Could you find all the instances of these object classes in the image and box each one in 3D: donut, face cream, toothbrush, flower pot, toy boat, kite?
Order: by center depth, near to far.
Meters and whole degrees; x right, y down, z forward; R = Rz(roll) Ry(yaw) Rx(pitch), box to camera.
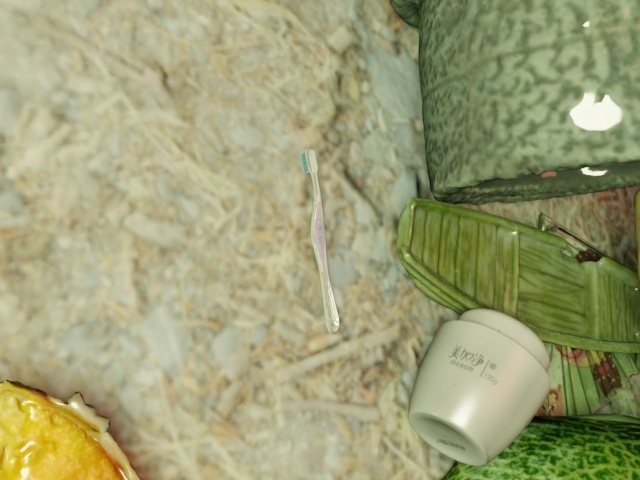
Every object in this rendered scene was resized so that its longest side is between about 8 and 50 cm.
[{"bbox_3d":[-0.152,0.151,0.443,0.181,0.078,0.146,49,52,-11],"label":"donut"},{"bbox_3d":[0.000,0.000,0.642,0.011,0.013,0.131,-5,83,-30],"label":"toothbrush"},{"bbox_3d":[0.113,0.105,0.659,0.091,0.091,0.095,47,62,-20],"label":"face cream"},{"bbox_3d":[0.200,-0.181,0.677,0.299,0.299,0.283,-4,85,-40],"label":"flower pot"},{"bbox_3d":[0.164,0.033,0.733,0.293,0.055,0.093,18,68,-31],"label":"toy boat"},{"bbox_3d":[0.245,0.099,0.819,0.323,0.013,0.268,-30,97,-37],"label":"kite"}]

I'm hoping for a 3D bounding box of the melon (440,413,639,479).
[{"bbox_3d":[0.182,0.282,0.618,0.226,0.331,0.344,50,35,-63],"label":"melon"}]

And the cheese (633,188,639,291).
[{"bbox_3d":[0.381,0.078,0.820,0.384,0.104,0.384,25,60,-54],"label":"cheese"}]
